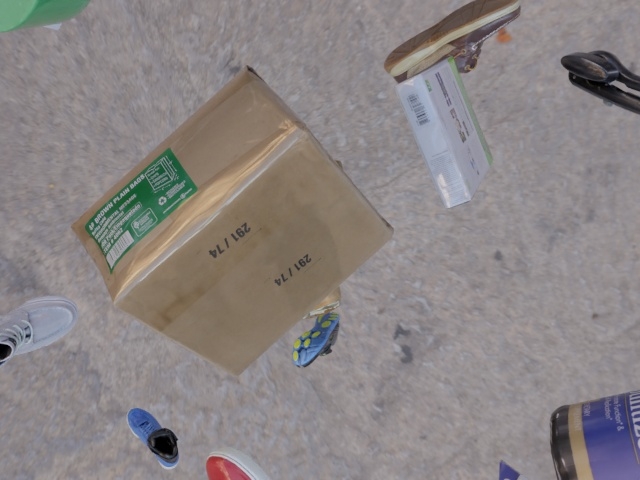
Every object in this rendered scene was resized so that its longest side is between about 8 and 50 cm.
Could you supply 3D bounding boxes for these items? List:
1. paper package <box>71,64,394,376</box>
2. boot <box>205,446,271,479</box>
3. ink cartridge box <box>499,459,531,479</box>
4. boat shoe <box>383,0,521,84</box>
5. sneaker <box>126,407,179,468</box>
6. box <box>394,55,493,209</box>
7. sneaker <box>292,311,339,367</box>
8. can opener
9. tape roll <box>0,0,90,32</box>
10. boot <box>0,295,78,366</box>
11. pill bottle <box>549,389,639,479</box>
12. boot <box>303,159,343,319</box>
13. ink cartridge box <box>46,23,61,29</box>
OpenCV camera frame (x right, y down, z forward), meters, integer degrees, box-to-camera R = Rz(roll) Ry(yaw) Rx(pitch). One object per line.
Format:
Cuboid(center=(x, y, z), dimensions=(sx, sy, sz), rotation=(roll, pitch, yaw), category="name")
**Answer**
Cuboid(center=(-0.109, -0.015, 1.114), dimensions=(0.325, 0.168, 0.309), rotation=(-42, 141, 2), category="paper package")
Cuboid(center=(-0.125, 0.422, 1.109), dimensions=(0.176, 0.088, 0.244), rotation=(-39, 114, -49), category="boot")
Cuboid(center=(0.344, 0.488, 1.264), dimensions=(0.045, 0.224, 0.224), rotation=(-15, 112, -32), category="ink cartridge box")
Cuboid(center=(0.312, -0.438, 1.851), dimensions=(0.342, 0.123, 0.123), rotation=(-26, 118, 29), category="boat shoe")
Cuboid(center=(-0.340, 0.391, 1.656), dimensions=(0.058, 0.085, 0.152), rotation=(-31, 70, -27), category="sneaker")
Cuboid(center=(0.238, -0.210, 1.509), dimensions=(0.058, 0.322, 0.232), rotation=(-19, 100, 25), category="box")
Cuboid(center=(-0.001, 0.220, 1.738), dimensions=(0.067, 0.188, 0.078), rotation=(1, 112, 23), category="sneaker")
Cuboid(center=(0.380, -0.180, 0.992), dimensions=(0.073, 0.186, 0.059), rotation=(-28, 140, -37), category="can opener")
Cuboid(center=(-0.348, -0.389, 0.864), dimensions=(0.077, 0.321, 0.321), rotation=(-26, 100, -42), category="tape roll")
Cuboid(center=(-0.537, 0.176, 1.419), dimensions=(0.258, 0.123, 0.095), rotation=(-22, 110, -25), category="boot")
Cuboid(center=(0.302, 0.168, 0.632), dimensions=(0.219, 0.123, 0.123), rotation=(-19, 99, 22), category="pill bottle")
Cuboid(center=(0.000, 0.000, 1.633), dimensions=(0.089, 0.236, 0.270), rotation=(-4, 73, -27), category="boot")
Cuboid(center=(-0.358, -0.322, 1.064), dimensions=(0.028, 0.083, 0.048), rotation=(3, 138, -46), category="ink cartridge box")
